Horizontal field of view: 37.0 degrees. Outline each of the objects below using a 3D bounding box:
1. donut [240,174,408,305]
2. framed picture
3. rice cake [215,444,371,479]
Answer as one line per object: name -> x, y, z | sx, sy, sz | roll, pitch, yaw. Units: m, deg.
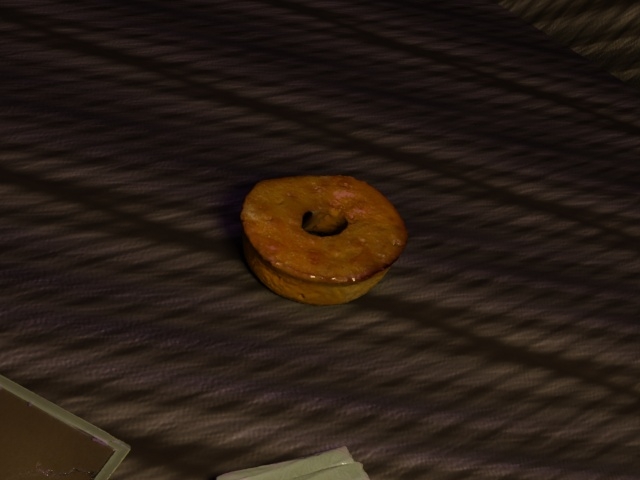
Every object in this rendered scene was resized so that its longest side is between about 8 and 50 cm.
donut -> 0.000, 0.000, 1.709 | 0.303, 0.110, 0.302 | 9, 43, -9
framed picture -> -0.426, 0.327, 1.270 | 0.231, 0.018, 0.293 | 27, 43, 8
rice cake -> -0.038, 0.350, 1.378 | 0.222, 0.042, 0.080 | -9, 45, -27
